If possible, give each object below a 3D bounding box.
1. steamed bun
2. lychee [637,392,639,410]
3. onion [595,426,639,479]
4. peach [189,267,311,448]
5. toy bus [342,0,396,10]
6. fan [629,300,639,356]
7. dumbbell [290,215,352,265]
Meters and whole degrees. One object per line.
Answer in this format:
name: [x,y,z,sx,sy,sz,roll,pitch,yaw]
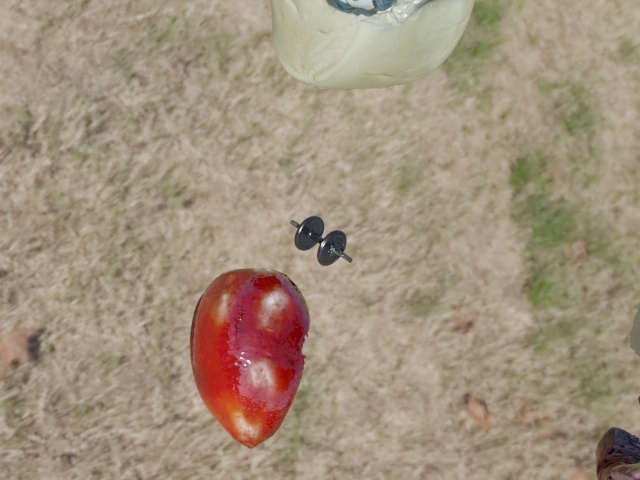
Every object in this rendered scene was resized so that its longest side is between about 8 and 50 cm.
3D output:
steamed bun: [0.087,-0.348,1.584,0.290,0.272,0.273,-13,123,-25]
lychee: [0.795,0.342,2.141,0.300,0.264,0.264,46,42,-42]
onion: [0.462,0.434,1.415,0.398,0.398,0.420,40,10,-22]
peach: [-0.113,0.168,1.529,0.154,0.159,0.267,17,77,-28]
toy bus: [0.039,-0.372,1.242,0.087,0.089,0.193,-52,136,-38]
fan: [0.546,0.095,1.467,0.012,0.233,0.414,33,8,-6]
dumbbell: [0.000,0.000,1.782,0.147,0.069,0.069,32,29,34]
